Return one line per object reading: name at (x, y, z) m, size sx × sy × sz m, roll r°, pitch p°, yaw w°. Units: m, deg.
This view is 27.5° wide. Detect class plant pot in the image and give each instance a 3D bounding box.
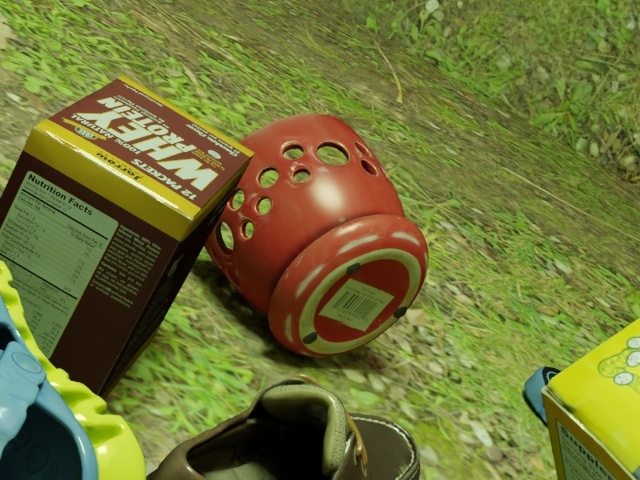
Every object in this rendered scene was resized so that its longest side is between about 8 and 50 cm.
plant pot at (0.000, 0.000, 1.254) m, size 0.191 × 0.191 × 0.174 m, roll 9°, pitch 32°, yaw -44°

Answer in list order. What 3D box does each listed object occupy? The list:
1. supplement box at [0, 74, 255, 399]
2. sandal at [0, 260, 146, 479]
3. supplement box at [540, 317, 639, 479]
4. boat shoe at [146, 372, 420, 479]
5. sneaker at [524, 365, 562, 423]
supplement box at (-0.169, 0.001, 1.014) m, size 0.129 × 0.194 × 0.191 m, roll 31°, pitch 21°, yaw 0°
sandal at (-0.246, 0.073, 0.819) m, size 0.317 × 0.126 × 0.138 m, roll 38°, pitch 7°, yaw 25°
supplement box at (0.307, 0.205, 0.932) m, size 0.194 × 0.195 × 0.356 m, roll 48°, pitch -14°, yaw 38°
boat shoe at (-0.013, 0.164, 0.949) m, size 0.123 × 0.123 × 0.342 m, roll 42°, pitch 24°, yaw 28°
sneaker at (0.318, 0.195, 1.368) m, size 0.081 × 0.090 × 0.232 m, roll 2°, pitch 35°, yaw -51°
